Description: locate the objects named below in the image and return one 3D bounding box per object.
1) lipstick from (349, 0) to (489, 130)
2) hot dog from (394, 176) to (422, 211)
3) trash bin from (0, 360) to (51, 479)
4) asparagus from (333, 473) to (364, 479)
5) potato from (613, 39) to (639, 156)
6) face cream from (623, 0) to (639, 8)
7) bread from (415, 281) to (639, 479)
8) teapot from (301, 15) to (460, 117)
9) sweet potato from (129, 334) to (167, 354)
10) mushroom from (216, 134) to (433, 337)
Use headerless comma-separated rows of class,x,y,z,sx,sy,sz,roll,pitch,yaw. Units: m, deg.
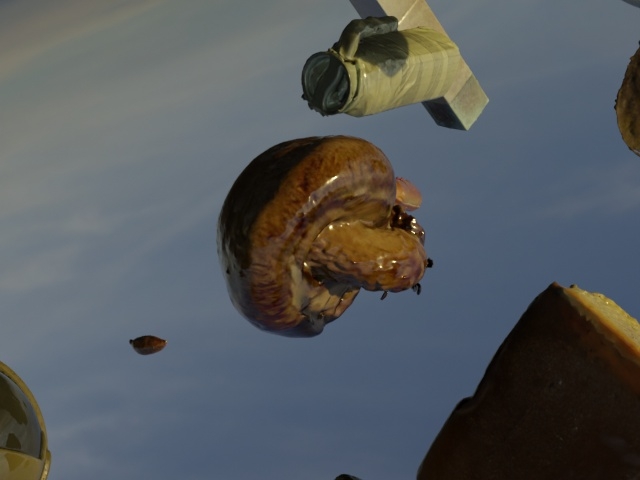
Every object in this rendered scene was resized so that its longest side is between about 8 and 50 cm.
lipstick,0.147,-0.329,2.052,0.079,0.371,0.076,18,-115,49
hot dog,0.129,-0.091,2.308,0.092,0.062,0.235,17,-177,14
trash bin,-0.407,0.224,1.341,0.214,0.214,0.334,-33,-176,-30
asparagus,0.128,0.350,1.518,0.067,0.277,0.060,-31,-142,53
potato,0.493,-0.227,1.723,0.261,0.120,0.100,-51,152,6
face cream,0.330,-0.332,1.137,0.201,0.201,0.187,-14,-144,31
bread,0.294,0.262,1.332,0.143,0.333,0.324,-1,128,-52
teapot,0.071,-0.193,1.360,0.077,0.107,0.200,38,-146,25
sweet potato,-0.289,0.176,2.130,0.095,0.034,0.034,-5,-156,45
mushroom,-0.001,-0.003,1.519,0.195,0.283,0.263,41,-73,53
